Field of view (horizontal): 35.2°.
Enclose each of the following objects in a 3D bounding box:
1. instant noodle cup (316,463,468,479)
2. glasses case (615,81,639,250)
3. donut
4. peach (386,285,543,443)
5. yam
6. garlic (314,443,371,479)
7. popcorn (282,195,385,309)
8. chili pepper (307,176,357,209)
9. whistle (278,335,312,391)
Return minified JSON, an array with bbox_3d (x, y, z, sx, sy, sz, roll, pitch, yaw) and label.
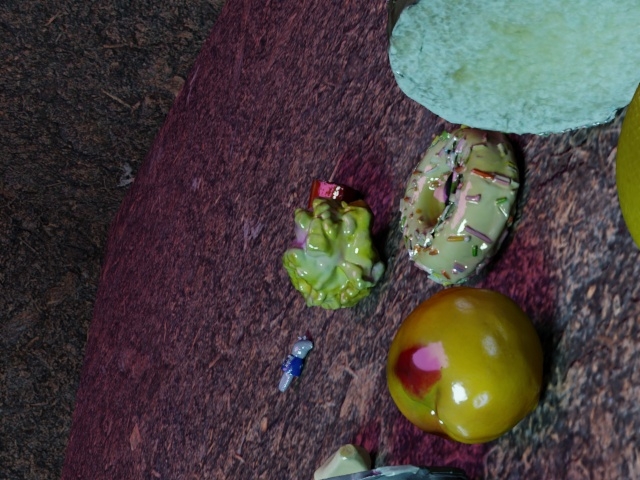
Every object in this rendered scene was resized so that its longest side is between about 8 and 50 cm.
[{"bbox_3d":[0.050,0.277,0.887,0.208,0.178,0.125,75,-172,-68],"label":"instant noodle cup"},{"bbox_3d":[0.305,-0.106,0.537,0.371,0.141,0.173,-44,33,53],"label":"glasses case"},{"bbox_3d":[0.138,-0.040,1.042,0.174,0.068,0.174,-162,90,-71],"label":"donut"},{"bbox_3d":[0.126,0.104,0.871,0.138,0.138,0.138,-163,90,-71],"label":"peach"},{"bbox_3d":[0.177,-0.265,0.897,0.241,0.241,0.348,-52,26,45],"label":"yam"},{"bbox_3d":[0.029,0.247,1.112,0.083,0.053,0.041,118,158,-51],"label":"garlic"},{"bbox_3d":[0.015,0.016,1.252,0.126,0.126,0.145,-87,-8,-71],"label":"popcorn"},{"bbox_3d":[0.003,0.001,1.397,0.088,0.065,0.169,-141,63,-86],"label":"chili pepper"},{"bbox_3d":[-0.035,0.171,1.395,0.033,0.029,0.083,28,93,54],"label":"whistle"}]
